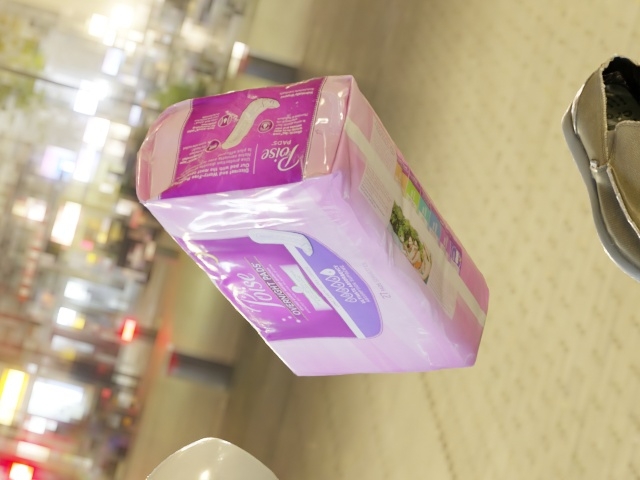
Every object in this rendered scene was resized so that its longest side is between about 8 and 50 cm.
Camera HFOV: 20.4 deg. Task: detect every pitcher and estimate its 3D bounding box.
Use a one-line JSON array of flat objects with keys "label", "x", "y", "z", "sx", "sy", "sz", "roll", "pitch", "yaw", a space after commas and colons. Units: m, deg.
[{"label": "pitcher", "x": -0.099, "y": 0.288, "z": 1.500, "sx": 0.207, "sy": 0.178, "sz": 0.125, "roll": -56, "pitch": 3, "yaw": -24}]

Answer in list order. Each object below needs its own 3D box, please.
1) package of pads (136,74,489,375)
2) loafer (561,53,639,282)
[{"label": "package of pads", "x": 0.000, "y": 0.000, "z": 0.398, "sx": 0.083, "sy": 0.050, "sz": 0.032, "roll": 52, "pitch": -140, "yaw": -47}, {"label": "loafer", "x": 0.257, "y": -0.056, "z": 1.400, "sx": 0.251, "sy": 0.094, "sz": 0.087, "roll": -114, "pitch": 23, "yaw": -44}]
